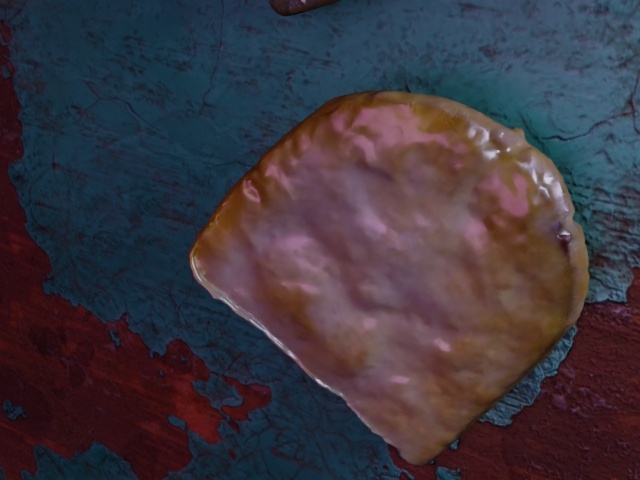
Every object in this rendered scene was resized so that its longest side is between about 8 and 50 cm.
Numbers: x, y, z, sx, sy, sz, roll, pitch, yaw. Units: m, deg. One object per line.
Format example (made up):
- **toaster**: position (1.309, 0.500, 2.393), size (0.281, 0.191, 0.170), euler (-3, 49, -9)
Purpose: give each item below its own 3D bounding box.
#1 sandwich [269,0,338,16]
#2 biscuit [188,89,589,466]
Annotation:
- **sandwich**: position (0.013, -0.325, 1.037), size (0.258, 0.096, 0.094), euler (-8, 109, 36)
- **biscuit**: position (0.090, 0.025, 1.083), size (0.429, 0.104, 0.446), euler (37, 122, -2)
